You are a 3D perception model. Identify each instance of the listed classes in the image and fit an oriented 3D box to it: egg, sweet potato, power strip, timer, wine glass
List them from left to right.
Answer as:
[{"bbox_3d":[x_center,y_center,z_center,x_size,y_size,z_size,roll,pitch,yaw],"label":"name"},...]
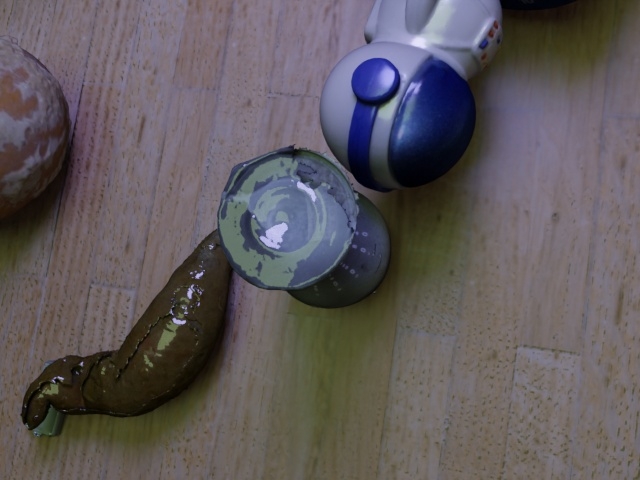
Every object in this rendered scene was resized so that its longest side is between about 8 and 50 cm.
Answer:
[{"bbox_3d":[-0.398,-0.117,0.779,0.203,0.203,0.245,32,89,16],"label":"egg"},{"bbox_3d":[-0.317,0.186,0.808,0.040,0.016,0.090,14,86,15],"label":"power strip"},{"bbox_3d":[-0.187,0.119,0.747,0.310,0.098,0.124,-42,67,1],"label":"sweet potato"},{"bbox_3d":[0.000,0.000,0.642,0.126,0.241,0.127,-2,81,15],"label":"wine glass"},{"bbox_3d":[0.120,-0.222,0.624,0.270,0.270,0.384,22,86,16],"label":"timer"}]
